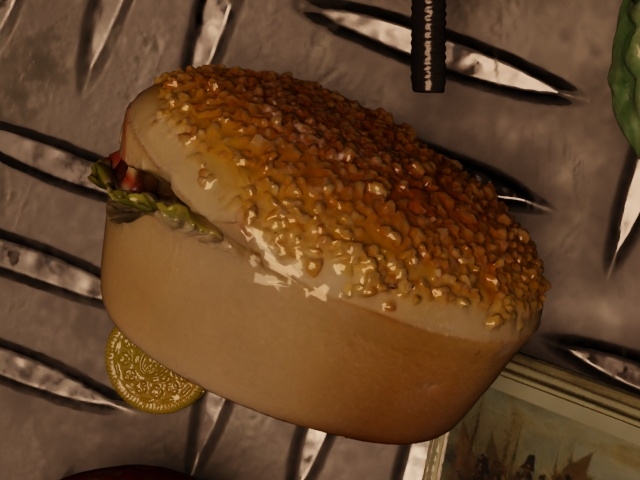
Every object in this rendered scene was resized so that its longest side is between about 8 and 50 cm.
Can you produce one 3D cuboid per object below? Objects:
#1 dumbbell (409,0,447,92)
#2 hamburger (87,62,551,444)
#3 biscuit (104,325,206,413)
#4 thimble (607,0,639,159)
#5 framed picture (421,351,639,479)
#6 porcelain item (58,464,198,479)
[{"bbox_3d":[0.072,-0.260,1.003,0.143,0.143,0.325,2,94,14],"label":"dumbbell"},{"bbox_3d":[0.000,0.000,0.966,0.302,0.302,0.170,24,106,11],"label":"hamburger"},{"bbox_3d":[-0.118,0.086,1.131,0.084,0.023,0.084,1,94,15],"label":"biscuit"},{"bbox_3d":[0.292,-0.111,0.940,0.219,0.150,0.219,4,101,23],"label":"thimble"},{"bbox_3d":[0.150,0.189,0.990,0.274,0.017,0.217,15,96,53],"label":"framed picture"},{"bbox_3d":[-0.108,0.262,1.065,0.253,0.253,0.253,1,93,14],"label":"porcelain item"}]
